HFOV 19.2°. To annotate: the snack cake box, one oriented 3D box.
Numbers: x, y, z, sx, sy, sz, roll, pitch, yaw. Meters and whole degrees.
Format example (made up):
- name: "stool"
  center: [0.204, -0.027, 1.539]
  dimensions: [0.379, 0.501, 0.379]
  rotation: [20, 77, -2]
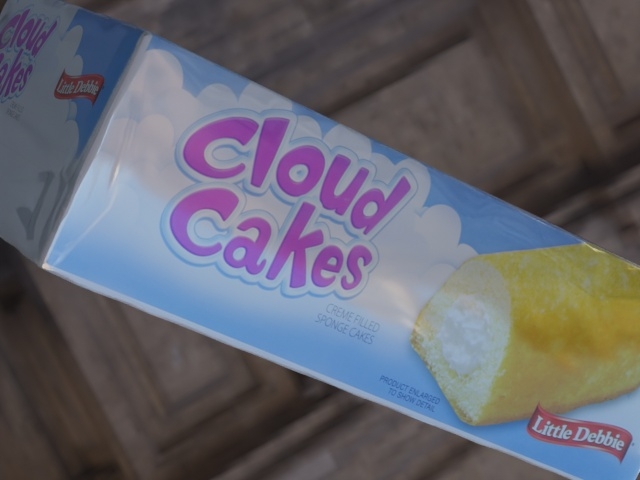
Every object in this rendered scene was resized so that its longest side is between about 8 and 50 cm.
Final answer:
- name: "snack cake box"
  center: [0.000, 0.000, 0.732]
  dimensions: [0.089, 0.264, 0.152]
  rotation: [-65, -151, 3]
